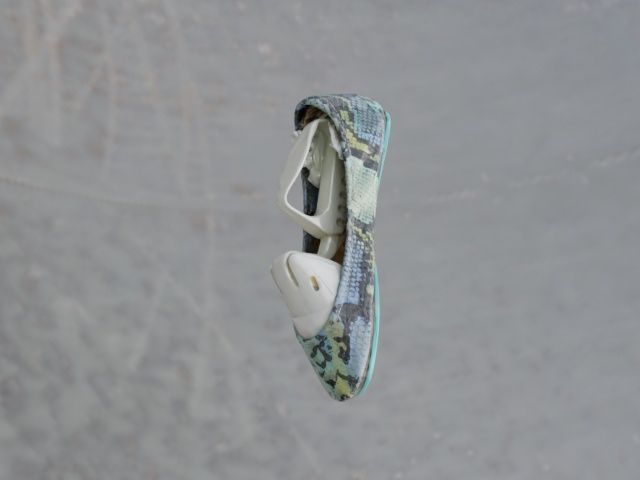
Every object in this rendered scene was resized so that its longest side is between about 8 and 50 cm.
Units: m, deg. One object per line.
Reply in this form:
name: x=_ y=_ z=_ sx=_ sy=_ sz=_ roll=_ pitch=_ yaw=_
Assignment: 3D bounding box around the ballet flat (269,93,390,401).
ballet flat: x=0.000 y=0.000 z=0.908 sx=0.070 sy=0.070 sz=0.188 roll=31 pitch=56 yaw=-53
